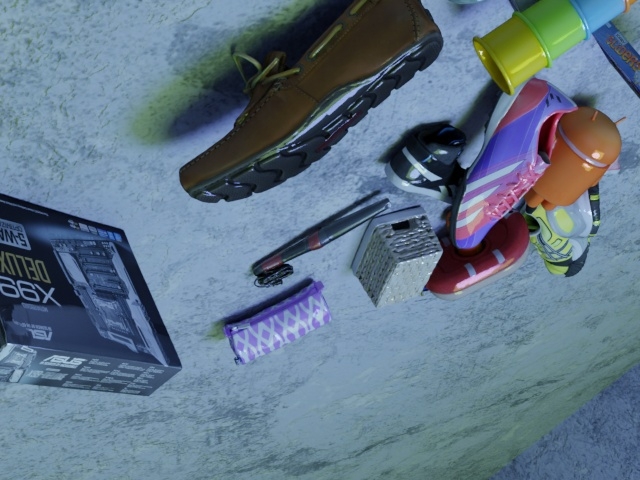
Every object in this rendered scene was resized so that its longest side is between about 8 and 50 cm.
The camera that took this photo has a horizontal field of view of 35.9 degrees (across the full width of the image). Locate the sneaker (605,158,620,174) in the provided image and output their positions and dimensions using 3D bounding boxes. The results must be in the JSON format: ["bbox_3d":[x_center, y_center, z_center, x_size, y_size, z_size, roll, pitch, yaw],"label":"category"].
[{"bbox_3d":[0.564,-0.169,1.921,0.134,0.051,0.070,-15,127,-60],"label":"sneaker"}]

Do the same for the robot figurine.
[{"bbox_3d":[0.448,-0.149,1.763,0.219,0.158,0.128,-52,-174,36],"label":"robot figurine"}]

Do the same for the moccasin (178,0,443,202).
[{"bbox_3d":[-0.030,-0.188,1.249,0.380,0.147,0.139,-40,165,12],"label":"moccasin"}]

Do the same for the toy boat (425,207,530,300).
[{"bbox_3d":[0.283,-0.001,1.877,0.231,0.151,0.151,-26,124,-6],"label":"toy boat"}]

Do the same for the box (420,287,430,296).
[{"bbox_3d":[0.266,0.048,1.994,0.168,0.059,0.054,-23,151,-13],"label":"box"}]

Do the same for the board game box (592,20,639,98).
[{"bbox_3d":[0.515,-0.251,1.571,0.035,0.201,0.136,-38,152,16],"label":"board game box"}]

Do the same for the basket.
[{"bbox_3d":[0.142,0.035,1.806,0.113,0.103,0.167,-15,150,-24],"label":"basket"}]

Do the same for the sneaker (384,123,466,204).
[{"bbox_3d":[0.216,-0.129,1.627,0.216,0.079,0.121,3,138,-46],"label":"sneaker"}]

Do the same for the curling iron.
[{"bbox_3d":[0.000,0.000,1.688,0.274,0.035,0.068,-33,157,9],"label":"curling iron"}]

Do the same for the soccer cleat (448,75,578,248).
[{"bbox_3d":[0.304,-0.110,1.599,0.108,0.116,0.318,-19,135,-54],"label":"soccer cleat"}]

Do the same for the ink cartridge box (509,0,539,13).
[{"bbox_3d":[0.300,-0.357,1.344,0.099,0.056,0.135,-35,152,11],"label":"ink cartridge box"}]

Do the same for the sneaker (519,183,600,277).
[{"bbox_3d":[0.477,-0.035,2.018,0.147,0.145,0.385,1,156,8],"label":"sneaker"}]

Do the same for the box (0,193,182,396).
[{"bbox_3d":[-0.338,0.070,1.259,0.076,0.243,0.307,-39,151,18],"label":"box"}]

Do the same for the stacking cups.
[{"bbox_3d":[0.355,-0.323,1.306,0.316,0.096,0.096,-36,152,5],"label":"stacking cups"}]

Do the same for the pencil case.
[{"bbox_3d":[-0.080,0.150,1.820,0.206,0.086,0.088,-26,129,-9],"label":"pencil case"}]

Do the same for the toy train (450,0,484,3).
[{"bbox_3d":[0.114,-0.356,0.897,0.190,0.334,0.142,-39,153,-14],"label":"toy train"}]
